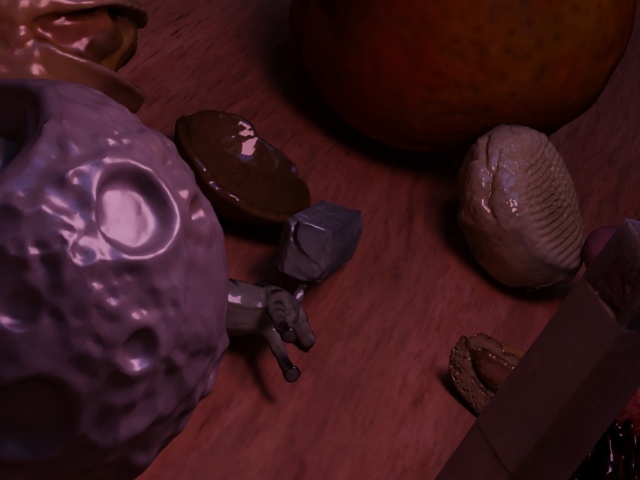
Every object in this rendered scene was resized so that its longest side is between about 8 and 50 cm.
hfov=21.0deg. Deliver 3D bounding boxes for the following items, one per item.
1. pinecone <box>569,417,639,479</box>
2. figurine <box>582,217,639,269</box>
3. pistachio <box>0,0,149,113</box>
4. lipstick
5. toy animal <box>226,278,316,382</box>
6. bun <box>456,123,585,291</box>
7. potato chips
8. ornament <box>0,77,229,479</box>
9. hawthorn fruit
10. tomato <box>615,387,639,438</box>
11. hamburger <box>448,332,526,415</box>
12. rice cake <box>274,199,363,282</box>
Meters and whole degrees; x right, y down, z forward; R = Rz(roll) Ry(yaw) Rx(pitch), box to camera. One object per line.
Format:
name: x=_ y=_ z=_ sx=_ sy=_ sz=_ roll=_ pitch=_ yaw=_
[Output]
pinecone: x=0.248 y=0.244 z=1.719 sx=0.165 sy=0.163 sz=0.163 roll=12 pitch=29 yaw=-6
figurine: x=0.478 y=0.067 z=2.143 sx=0.270 sy=0.211 sz=0.261 roll=13 pitch=51 yaw=-36
pistachio: x=-0.307 y=-0.204 z=1.805 sx=0.238 sy=0.229 sz=0.321 roll=8 pitch=2 yaw=32
lipstick: x=0.217 y=0.149 z=1.588 sx=0.076 sy=0.371 sz=0.080 roll=12 pitch=32 yaw=-37
toy animal: x=-0.084 y=0.071 z=1.737 sx=0.217 sy=0.073 sz=0.176 roll=14 pitch=17 yaw=-21
bun: x=0.243 y=-0.035 z=2.207 sx=0.220 sy=0.134 sz=0.220 roll=31 pitch=50 yaw=-46
potato chips: x=-0.101 y=-0.075 z=1.982 sx=0.195 sy=0.062 sz=0.208 roll=20 pitch=27 yaw=-36
ornament: x=-0.230 y=0.049 z=1.327 sx=0.337 sy=0.337 sz=0.337 roll=26 pitch=27 yaw=-14
hawthorn fruit: x=0.190 y=-0.310 z=2.328 sx=0.472 sy=0.472 sz=0.472 roll=26 pitch=27 yaw=-14
tomato: x=0.425 y=0.196 z=1.889 sx=0.270 sy=0.227 sz=0.270 roll=45 pitch=21 yaw=-22
hamburger: x=0.225 y=0.171 z=1.904 sx=0.176 sy=0.087 sz=0.102 roll=32 pitch=11 yaw=19
rice cake: x=0.000 y=0.000 z=1.915 sx=0.063 sy=0.069 sz=0.206 roll=16 pitch=9 yaw=10
